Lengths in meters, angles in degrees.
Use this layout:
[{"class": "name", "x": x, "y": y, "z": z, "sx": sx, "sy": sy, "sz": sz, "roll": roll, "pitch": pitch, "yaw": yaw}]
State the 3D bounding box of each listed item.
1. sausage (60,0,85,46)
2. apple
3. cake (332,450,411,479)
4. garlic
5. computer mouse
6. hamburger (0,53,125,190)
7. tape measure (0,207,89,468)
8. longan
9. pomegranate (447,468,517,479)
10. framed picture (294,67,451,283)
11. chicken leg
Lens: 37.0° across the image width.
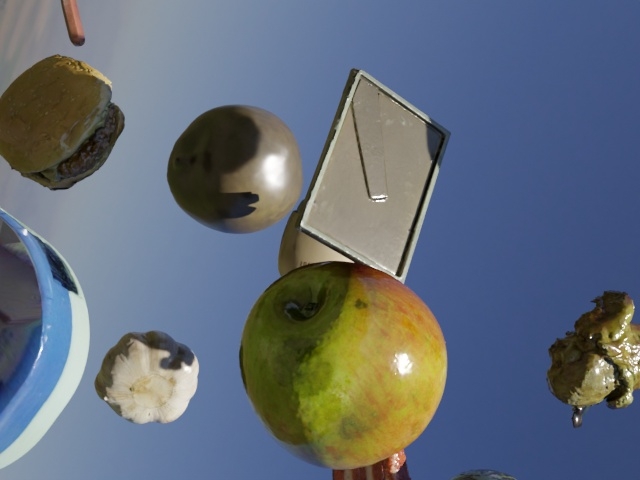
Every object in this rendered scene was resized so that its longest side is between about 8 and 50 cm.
[{"class": "sausage", "x": -0.516, "y": -0.465, "z": 1.985, "sx": 0.030, "sy": 0.035, "sz": 0.147, "roll": 65, "pitch": 9, "yaw": -70}, {"class": "apple", "x": 0.028, "y": 0.191, "z": 1.537, "sx": 0.339, "sy": 0.339, "sz": 0.339, "roll": -56, "pitch": -158, "yaw": 37}, {"class": "cake", "x": 0.123, "y": 0.511, "z": 2.099, "sx": 0.159, "sy": 0.158, "sz": 0.262, "roll": 36, "pitch": 48, "yaw": -63}, {"class": "garlic", "x": -0.376, "y": 0.275, "z": 2.050, "sx": 0.219, "sy": 0.218, "sz": 0.212, "roll": -66, "pitch": -160, "yaw": 12}, {"class": "computer mouse", "x": 0.000, "y": 0.000, "z": 1.805, "sx": 0.236, "sy": 0.145, "sz": 0.082, "roll": -70, "pitch": 165, "yaw": -45}, {"class": "hamburger", "x": -0.523, "y": -0.239, "z": 1.899, "sx": 0.259, "sy": 0.283, "sz": 0.144, "roll": -53, "pitch": 149, "yaw": -16}, {"class": "tape measure", "x": -0.345, "y": 0.080, "z": 0.861, "sx": 0.259, "sy": 0.262, "sz": 0.138, "roll": -55, "pitch": 171, "yaw": -8}, {"class": "longan", "x": -0.183, "y": -0.155, "z": 2.066, "sx": 0.297, "sy": 0.297, "sz": 0.297, "roll": -56, "pitch": -158, "yaw": 37}, {"class": "pomegranate", "x": 0.366, "y": 0.601, "z": 2.022, "sx": 0.254, "sy": 0.270, "sz": 0.254, "roll": 170, "pitch": -90, "yaw": -83}, {"class": "framed picture", "x": 0.097, "y": -0.109, "z": 1.633, "sx": 0.024, "sy": 0.232, "sz": 0.315, "roll": -12, "pitch": -127, "yaw": 56}, {"class": "chicken leg", "x": 0.568, "y": 0.186, "z": 1.736, "sx": 0.140, "sy": 0.361, "sz": 0.211, "roll": -144, "pitch": -146, "yaw": -70}]
